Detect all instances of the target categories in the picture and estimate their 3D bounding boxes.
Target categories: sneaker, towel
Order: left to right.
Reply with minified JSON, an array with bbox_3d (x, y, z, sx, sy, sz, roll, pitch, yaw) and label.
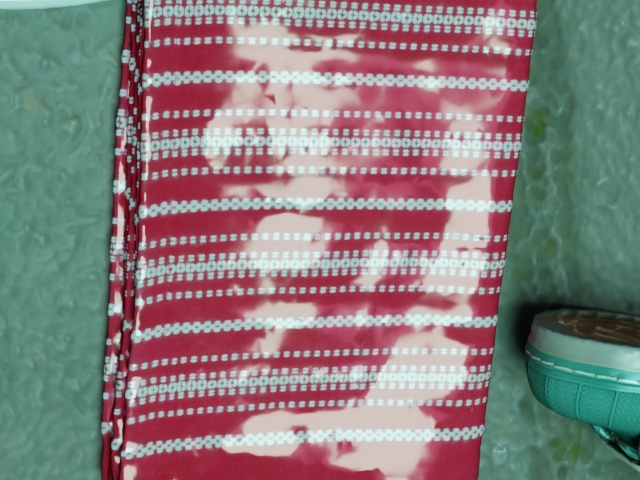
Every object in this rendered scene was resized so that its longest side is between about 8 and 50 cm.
[{"bbox_3d":[0.000,0.000,0.540,0.199,0.031,0.274,1,104,-15],"label":"towel"},{"bbox_3d":[0.230,0.123,0.587,0.302,0.108,0.121,18,95,-19],"label":"sneaker"}]

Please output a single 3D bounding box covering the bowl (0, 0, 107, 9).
[{"bbox_3d":[-0.112,-0.239,0.379,0.312,0.163,0.311,-3,104,-13],"label":"bowl"}]
